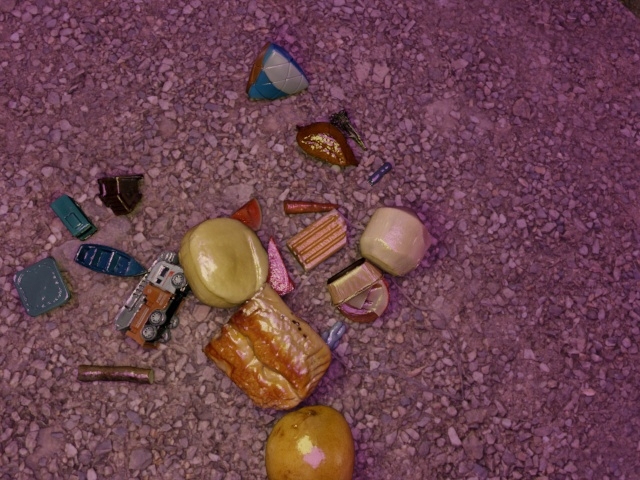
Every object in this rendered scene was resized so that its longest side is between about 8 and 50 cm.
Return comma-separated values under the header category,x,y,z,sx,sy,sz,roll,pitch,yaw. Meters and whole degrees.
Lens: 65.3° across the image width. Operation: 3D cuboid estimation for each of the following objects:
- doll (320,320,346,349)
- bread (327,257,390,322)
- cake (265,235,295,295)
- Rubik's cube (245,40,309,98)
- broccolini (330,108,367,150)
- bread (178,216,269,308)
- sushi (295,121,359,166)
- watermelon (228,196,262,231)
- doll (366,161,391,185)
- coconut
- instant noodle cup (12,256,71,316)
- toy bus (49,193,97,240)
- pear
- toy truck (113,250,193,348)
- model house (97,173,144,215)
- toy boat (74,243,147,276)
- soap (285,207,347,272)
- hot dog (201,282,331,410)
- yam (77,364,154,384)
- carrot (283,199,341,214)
category,x,y,z,sx,sy,sz,roll,pitch,yaw
doll,0.018,0.367,1.814,0.120,0.075,0.179,49,64,-35
bread,0.144,0.190,1.808,0.224,0.142,0.211,-32,95,8
cake,-0.187,0.106,1.839,0.117,0.086,0.220,-23,83,-11
Rubik's cube,-0.157,-0.682,1.985,0.255,0.254,0.254,1,79,-5
broccolini,0.116,-0.433,1.984,0.058,0.074,0.201,-33,85,-27
bread,-0.334,0.075,1.728,0.321,0.237,0.320,13,63,-26
sushi,0.031,-0.386,1.935,0.287,0.140,0.149,20,115,-1
watermelon,-0.274,-0.108,1.871,0.125,0.094,0.135,17,75,5
doll,0.234,-0.264,1.979,0.125,0.027,0.037,-43,84,-8
coconut,0.278,-0.010,1.826,0.245,0.245,0.247,32,79,2
instant noodle cup,-0.979,0.167,1.770,0.157,0.070,0.179,-27,83,-8
toy bus,-0.897,-0.082,1.815,0.079,0.092,0.160,-39,84,-9
pear,-0.033,0.702,1.629,0.315,0.314,0.314,1,79,-5
toy truck,-0.575,0.197,1.769,0.185,0.133,0.338,25,80,13
model house,-0.747,-0.167,1.852,0.166,0.106,0.152,-4,91,30
toy boat,-0.731,0.080,1.766,0.299,0.061,0.096,13,74,19
soap,0.000,0.000,1.882,0.232,0.073,0.140,-36,85,-11
hot dog,-0.161,0.385,1.694,0.365,0.196,0.367,45,113,7
yam,-0.711,0.465,1.738,0.253,0.061,0.061,4,78,-5
carrot,-0.030,-0.126,1.922,0.224,0.057,0.057,0,79,-11
